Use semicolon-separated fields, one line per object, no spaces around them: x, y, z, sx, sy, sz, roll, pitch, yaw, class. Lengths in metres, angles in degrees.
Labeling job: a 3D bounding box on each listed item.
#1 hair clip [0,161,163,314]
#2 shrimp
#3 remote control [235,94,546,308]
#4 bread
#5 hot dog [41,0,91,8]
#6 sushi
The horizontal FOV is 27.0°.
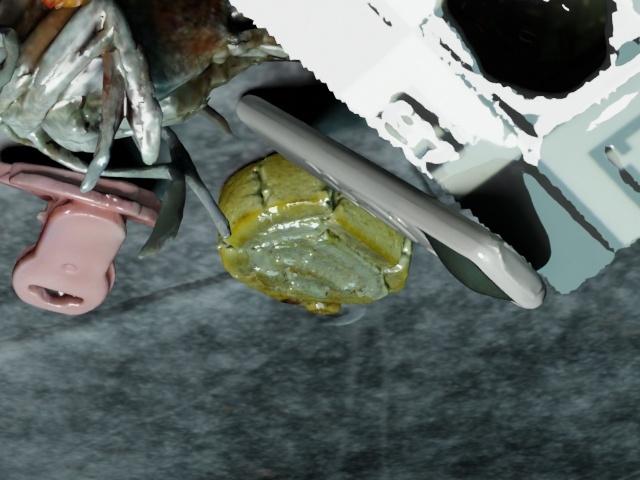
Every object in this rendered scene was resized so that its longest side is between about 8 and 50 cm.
-0.152;-0.028;0.857;0.123;0.102;0.138;11;146;-14;hair clip
-0.186;-0.099;0.720;0.410;0.166;0.221;15;177;-2;shrimp
0.030;-0.026;0.777;0.029;0.261;0.067;-53;130;-2;remote control
0.000;0.000;0.943;0.117;0.064;0.156;-29;136;36;bread
-0.180;-0.225;0.429;0.365;0.196;0.367;17;164;-24;hot dog
0.151;-0.192;0.639;0.296;0.100;0.373;41;121;-12;sushi
